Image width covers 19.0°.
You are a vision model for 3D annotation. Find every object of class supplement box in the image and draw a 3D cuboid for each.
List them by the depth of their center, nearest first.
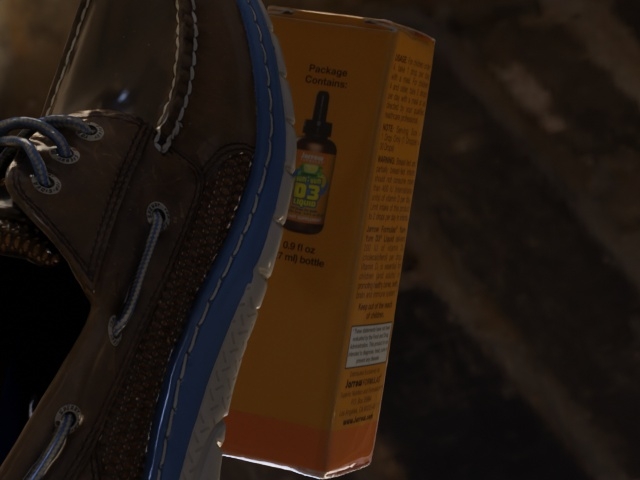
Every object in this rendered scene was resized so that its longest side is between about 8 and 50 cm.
[{"bbox_3d":[0.000,0.000,0.994,0.078,0.080,0.233,11,95,23],"label":"supplement box"}]

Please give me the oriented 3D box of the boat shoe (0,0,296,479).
[{"bbox_3d":[-0.052,0.004,0.421,0.066,0.066,0.183,-18,55,37],"label":"boat shoe"}]
